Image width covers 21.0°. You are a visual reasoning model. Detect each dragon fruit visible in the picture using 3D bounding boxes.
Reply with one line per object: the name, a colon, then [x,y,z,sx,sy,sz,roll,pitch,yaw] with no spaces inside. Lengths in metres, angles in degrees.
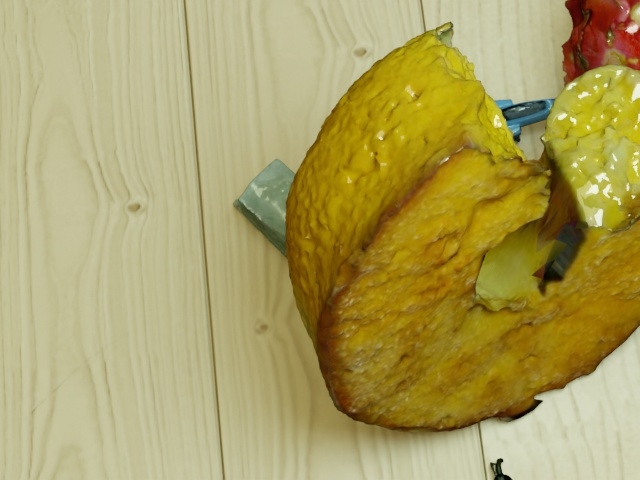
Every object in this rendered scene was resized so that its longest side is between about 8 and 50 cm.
dragon fruit: [0.349,-0.219,1.665,0.210,0.205,0.268,18,50,14]

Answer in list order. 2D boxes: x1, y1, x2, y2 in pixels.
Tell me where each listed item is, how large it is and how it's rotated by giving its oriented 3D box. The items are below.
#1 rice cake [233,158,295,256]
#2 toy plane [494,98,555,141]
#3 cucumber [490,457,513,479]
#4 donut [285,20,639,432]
rice cake: [0.000,0.000,1.701,0.069,0.063,0.206,-42,71,-10]
toy plane: [0.143,-0.106,1.717,0.246,0.078,0.169,-13,69,-4]
cucumber: [0.195,0.271,1.589,0.039,0.043,0.163,-32,70,16]
donut: [0.134,-0.004,1.517,0.378,0.435,0.163,-53,51,27]
